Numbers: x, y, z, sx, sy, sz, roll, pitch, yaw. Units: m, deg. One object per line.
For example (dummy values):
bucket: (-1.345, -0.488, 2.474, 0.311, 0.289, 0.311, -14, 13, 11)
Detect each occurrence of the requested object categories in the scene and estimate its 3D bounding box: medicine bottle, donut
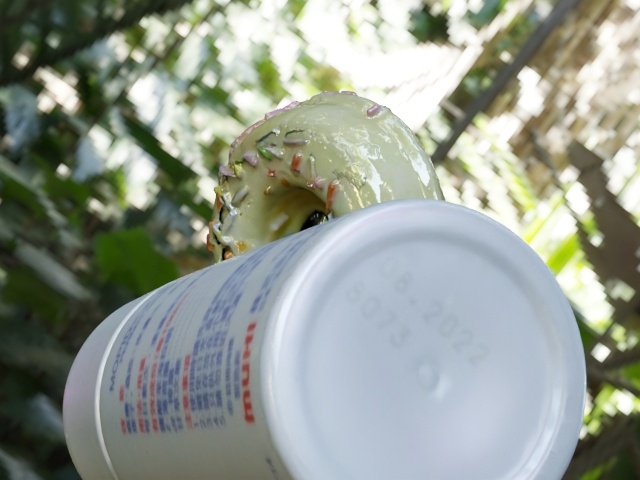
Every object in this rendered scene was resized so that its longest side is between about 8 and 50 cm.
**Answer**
medicine bottle: (-0.024, 0.070, 0.742, 0.130, 0.130, 0.341, 34, -19, -15)
donut: (0.000, 0.000, 0.952, 0.068, 0.174, 0.174, -7, 40, -46)
